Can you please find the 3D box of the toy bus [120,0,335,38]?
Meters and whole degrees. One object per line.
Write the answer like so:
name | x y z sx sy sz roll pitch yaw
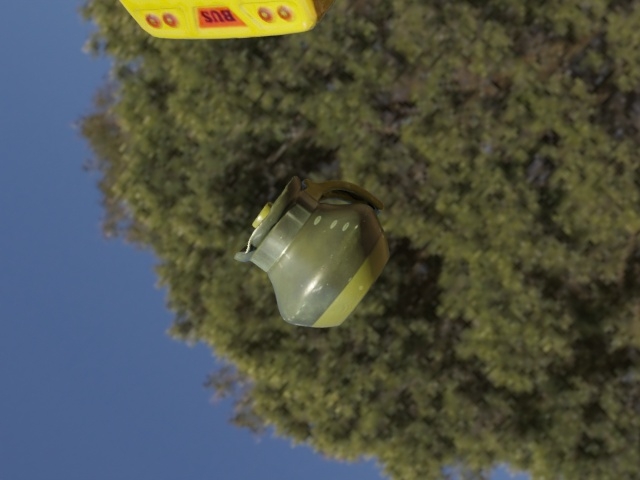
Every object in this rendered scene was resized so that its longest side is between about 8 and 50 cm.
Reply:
toy bus | -0.001 -0.255 0.649 0.331 0.145 0.151 -59 -46 -30

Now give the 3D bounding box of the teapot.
teapot | 0.000 0.000 1.195 0.119 0.130 0.166 37 -134 -2
